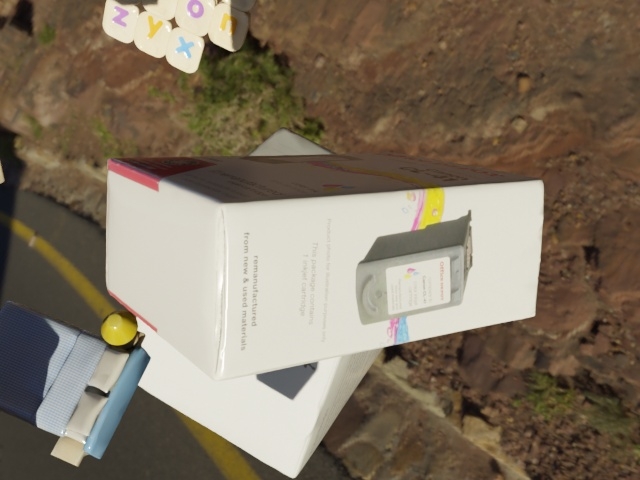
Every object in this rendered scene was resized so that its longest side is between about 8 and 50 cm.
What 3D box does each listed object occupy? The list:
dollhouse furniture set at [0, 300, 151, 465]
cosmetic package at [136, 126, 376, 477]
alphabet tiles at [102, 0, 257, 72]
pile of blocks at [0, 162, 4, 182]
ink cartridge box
[{"bbox_3d":[-0.392,0.162,0.922,0.198,0.286,0.303,85,-151,-65],"label":"dollhouse furniture set"},{"bbox_3d":[-0.052,0.086,1.331,0.394,0.327,0.329,-48,-19,-46],"label":"cosmetic package"},{"bbox_3d":[-0.229,-0.399,1.224,0.021,0.284,0.278,-61,-4,-50],"label":"alphabet tiles"},{"bbox_3d":[-0.462,-0.129,0.712,0.112,0.362,0.149,104,171,-51],"label":"pile of blocks"},{"bbox_3d":[0.000,0.000,0.692,0.226,0.306,0.131,20,113,53],"label":"ink cartridge box"}]
